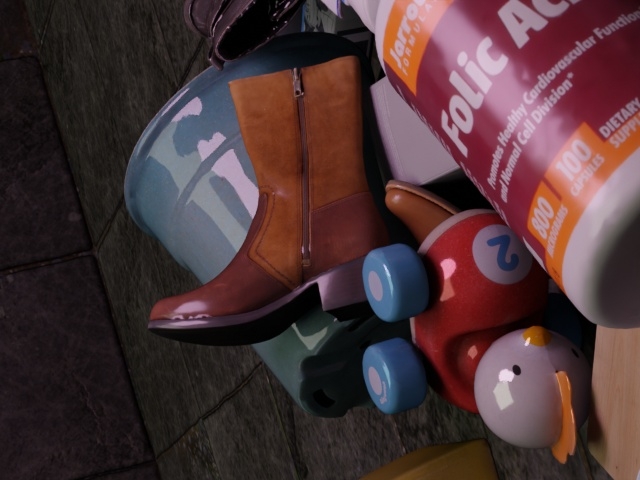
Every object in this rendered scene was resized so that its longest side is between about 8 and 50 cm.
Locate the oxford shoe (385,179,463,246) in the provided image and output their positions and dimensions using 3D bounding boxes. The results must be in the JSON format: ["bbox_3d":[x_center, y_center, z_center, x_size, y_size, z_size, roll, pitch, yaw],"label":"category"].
[{"bbox_3d":[0.136,0.021,1.643,0.212,0.076,0.076,44,161,-17],"label":"oxford shoe"}]

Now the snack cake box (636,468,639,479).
[{"bbox_3d":[0.353,0.250,1.165,0.264,0.089,0.152,26,130,25],"label":"snack cake box"}]

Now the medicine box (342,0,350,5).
[{"bbox_3d":[0.050,-0.435,1.634,0.263,0.149,0.289,-122,28,-42],"label":"medicine box"}]

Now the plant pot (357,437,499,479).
[{"bbox_3d":[0.107,0.372,1.943,0.212,0.187,0.212,149,106,-70],"label":"plant pot"}]

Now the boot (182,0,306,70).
[{"bbox_3d":[-0.045,-0.298,1.783,0.091,0.263,0.229,41,180,-21],"label":"boot"}]

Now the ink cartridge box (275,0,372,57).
[{"bbox_3d":[-0.002,-0.230,2.034,0.333,0.065,0.165,95,152,-43],"label":"ink cartridge box"}]

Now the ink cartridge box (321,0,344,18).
[{"bbox_3d":[-0.010,-0.359,1.556,0.224,0.045,0.223,-129,32,-48],"label":"ink cartridge box"}]

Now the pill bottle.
[{"bbox_3d":[0.182,-0.140,1.239,0.392,0.224,0.224,54,151,34],"label":"pill bottle"}]

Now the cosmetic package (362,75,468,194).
[{"bbox_3d":[0.134,-0.125,1.609,0.238,0.107,0.127,163,94,-68],"label":"cosmetic package"}]

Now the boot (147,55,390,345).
[{"bbox_3d":[-0.067,-0.044,1.655,0.096,0.264,0.280,38,-141,-67],"label":"boot"}]

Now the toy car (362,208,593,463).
[{"bbox_3d":[0.187,0.104,1.510,0.238,0.219,0.210,-133,35,-51],"label":"toy car"}]

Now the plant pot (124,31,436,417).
[{"bbox_3d":[0.000,0.000,1.833,0.334,0.341,0.341,56,152,29],"label":"plant pot"}]

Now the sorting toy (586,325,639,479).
[{"bbox_3d":[0.333,0.134,1.323,0.255,0.089,0.257,-130,32,-51],"label":"sorting toy"}]
